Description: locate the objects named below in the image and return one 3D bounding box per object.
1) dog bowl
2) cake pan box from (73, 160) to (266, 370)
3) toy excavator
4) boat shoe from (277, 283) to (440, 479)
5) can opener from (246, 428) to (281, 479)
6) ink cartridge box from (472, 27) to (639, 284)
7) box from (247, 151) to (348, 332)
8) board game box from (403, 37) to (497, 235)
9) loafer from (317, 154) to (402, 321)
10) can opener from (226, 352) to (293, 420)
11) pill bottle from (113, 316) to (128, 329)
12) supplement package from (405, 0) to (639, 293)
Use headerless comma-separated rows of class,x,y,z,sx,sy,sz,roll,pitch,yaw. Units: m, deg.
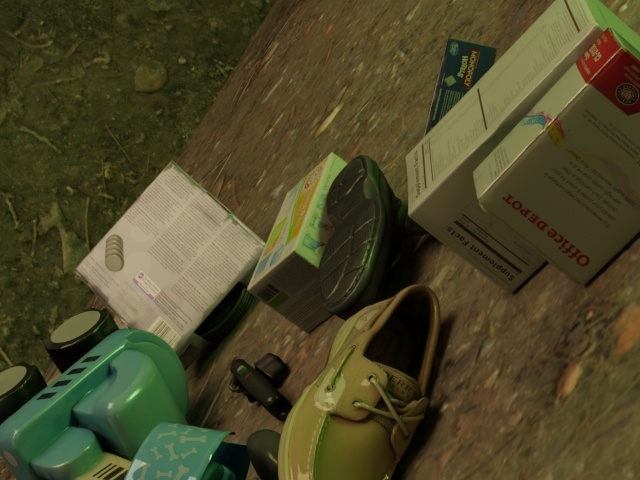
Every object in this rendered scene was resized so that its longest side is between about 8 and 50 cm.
dog bowl,-0.143,0.270,1.255,0.297,0.074,0.166,78,-147,-75
cake pan box,-0.226,0.041,1.939,0.246,0.267,0.070,-51,-28,0
toy excavator,-0.283,0.290,1.596,0.445,0.222,0.433,-1,32,46
boat shoe,0.047,0.153,1.145,0.098,0.109,0.302,-42,13,39
can opener,-0.045,0.262,1.164,0.076,0.095,0.283,-15,12,-7
ink cartridge box,0.233,-0.070,1.032,0.175,0.127,0.072,-47,15,20
box,0.000,0.000,1.607,0.114,0.103,0.203,-40,20,40
board game box,0.146,-0.104,1.408,0.194,0.060,0.194,80,-156,-76
loafer,0.065,0.003,1.462,0.109,0.095,0.302,-42,22,25
can opener,-0.075,0.181,1.520,0.073,0.059,0.186,-53,15,0
pill bottle,-0.241,0.104,2.038,0.229,0.131,0.131,-51,16,8
supplement package,0.209,-0.096,1.147,0.244,0.134,0.139,-46,17,24
